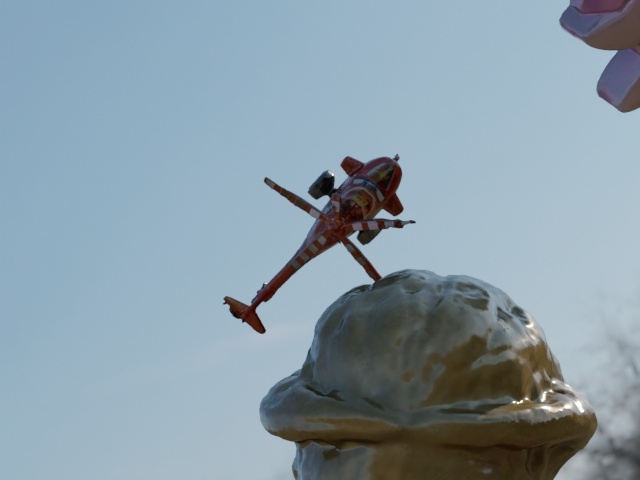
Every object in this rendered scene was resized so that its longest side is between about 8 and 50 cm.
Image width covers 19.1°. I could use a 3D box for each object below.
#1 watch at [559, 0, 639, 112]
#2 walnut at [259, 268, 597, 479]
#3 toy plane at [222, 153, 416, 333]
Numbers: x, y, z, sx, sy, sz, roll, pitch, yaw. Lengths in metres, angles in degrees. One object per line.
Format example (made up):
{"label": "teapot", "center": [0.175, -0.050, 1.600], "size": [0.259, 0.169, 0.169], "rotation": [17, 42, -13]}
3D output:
{"label": "watch", "center": [0.303, -0.265, 1.698], "size": [0.248, 0.217, 0.211], "rotation": [-34, -42, 3]}
{"label": "walnut", "center": [0.078, 0.134, 1.383], "size": [0.257, 0.224, 0.257], "rotation": [3, -3, 0]}
{"label": "toy plane", "center": [0.007, 0.005, 1.506], "size": [0.077, 0.126, 0.194], "rotation": [-51, -15, -52]}
